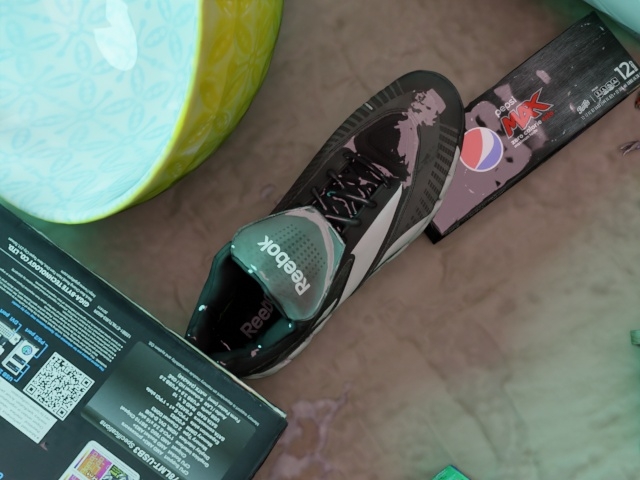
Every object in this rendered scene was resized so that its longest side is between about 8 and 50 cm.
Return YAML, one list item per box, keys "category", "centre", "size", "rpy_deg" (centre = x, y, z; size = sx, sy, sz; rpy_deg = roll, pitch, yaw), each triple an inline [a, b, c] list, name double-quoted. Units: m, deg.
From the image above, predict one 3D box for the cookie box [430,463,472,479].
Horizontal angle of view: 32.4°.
- category: "cookie box"
  centre: [0.096, 0.186, 0.657]
  size: [0.040, 0.107, 0.092]
  rpy_deg: [-35, 86, -5]

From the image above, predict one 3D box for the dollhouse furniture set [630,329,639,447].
- category: "dollhouse furniture set"
  centre: [0.274, 0.139, 0.653]
  size: [0.129, 0.129, 0.184]
  rpy_deg: [-4, 84, -1]

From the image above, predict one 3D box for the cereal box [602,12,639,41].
- category: "cereal box"
  centre: [0.230, -0.231, 0.732]
  size: [0.240, 0.047, 0.173]
  rpy_deg: [40, 84, 5]

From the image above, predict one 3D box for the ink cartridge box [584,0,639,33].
- category: "ink cartridge box"
  centre: [0.128, -0.351, 0.646]
  size: [0.395, 0.166, 0.285]
  rpy_deg: [36, 84, 16]

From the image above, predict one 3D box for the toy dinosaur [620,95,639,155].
- category: "toy dinosaur"
  centre: [0.233, -0.060, 0.730]
  size: [0.090, 0.047, 0.082]
  rpy_deg: [22, 73, -31]

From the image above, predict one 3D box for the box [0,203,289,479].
- category: "box"
  centre: [-0.217, 0.126, 0.564]
  size: [0.295, 0.073, 0.293]
  rpy_deg: [36, 66, 1]

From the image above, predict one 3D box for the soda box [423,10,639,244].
- category: "soda box"
  centre: [0.124, -0.072, 0.711]
  size: [0.169, 0.053, 0.060]
  rpy_deg: [-37, 84, -5]

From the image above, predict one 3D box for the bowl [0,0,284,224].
- category: "bowl"
  centre: [-0.112, -0.163, 0.651]
  size: [0.156, 0.289, 0.289]
  rpy_deg: [-17, 82, -45]

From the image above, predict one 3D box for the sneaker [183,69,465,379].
- category: "sneaker"
  centre: [0.000, 0.000, 0.643]
  size: [0.078, 0.106, 0.234]
  rpy_deg: [42, 104, 8]
